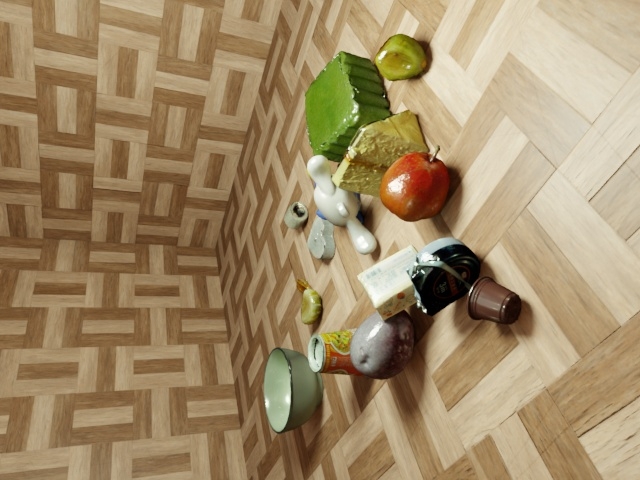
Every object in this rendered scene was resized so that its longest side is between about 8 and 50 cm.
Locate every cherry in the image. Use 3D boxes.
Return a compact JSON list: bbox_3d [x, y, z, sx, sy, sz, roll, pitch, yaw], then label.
[{"bbox_3d":[0.188,0.317,1.451,0.266,0.183,0.213,-70,-14,17],"label":"cherry"}]

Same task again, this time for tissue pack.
[{"bbox_3d":[0.228,0.122,1.399,0.092,0.196,0.148,57,-176,-41],"label":"tissue pack"}]

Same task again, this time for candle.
[{"bbox_3d":[0.000,0.000,2.077,0.168,0.068,0.192,-31,57,58],"label":"candle"}]

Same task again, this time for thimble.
[{"bbox_3d":[-0.117,-0.121,2.316,0.090,0.102,0.115,-54,47,49],"label":"thimble"}]

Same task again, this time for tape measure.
[{"bbox_3d":[0.315,0.083,1.227,0.107,0.181,0.182,57,174,49],"label":"tape measure"}]

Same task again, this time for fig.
[{"bbox_3d":[0.255,-0.573,1.505,0.165,0.154,0.144,29,124,40],"label":"fig"}]

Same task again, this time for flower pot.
[{"bbox_3d":[0.409,0.146,1.109,0.089,0.111,0.111,19,104,53],"label":"flower pot"}]

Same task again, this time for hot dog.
[{"bbox_3d":[-0.075,0.219,2.250,0.144,0.038,0.062,25,107,62],"label":"hot dog"}]

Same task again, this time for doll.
[{"bbox_3d":[0.068,-0.157,1.758,0.365,0.187,0.376,-110,6,-72],"label":"doll"}]

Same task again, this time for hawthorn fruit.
[{"bbox_3d":[0.277,-0.170,1.344,0.225,0.196,0.196,-61,33,28],"label":"hawthorn fruit"}]

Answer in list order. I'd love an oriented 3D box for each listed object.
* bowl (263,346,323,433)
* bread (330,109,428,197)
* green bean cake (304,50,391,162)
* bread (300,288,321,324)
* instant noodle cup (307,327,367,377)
[{"bbox_3d":[-0.107,0.642,2.074,0.354,0.185,0.354,-176,90,-66],"label":"bowl"},{"bbox_3d":[0.169,-0.293,1.535,0.263,0.236,0.198,123,143,-47],"label":"bread"},{"bbox_3d":[0.102,-0.478,1.775,0.319,0.218,0.335,-33,63,52],"label":"green bean cake"},{"bbox_3d":[-0.034,0.288,2.091,0.094,0.083,0.157,-21,70,61],"label":"bread"},{"bbox_3d":[0.077,0.389,1.669,0.193,0.212,0.193,-176,90,-66],"label":"instant noodle cup"}]
